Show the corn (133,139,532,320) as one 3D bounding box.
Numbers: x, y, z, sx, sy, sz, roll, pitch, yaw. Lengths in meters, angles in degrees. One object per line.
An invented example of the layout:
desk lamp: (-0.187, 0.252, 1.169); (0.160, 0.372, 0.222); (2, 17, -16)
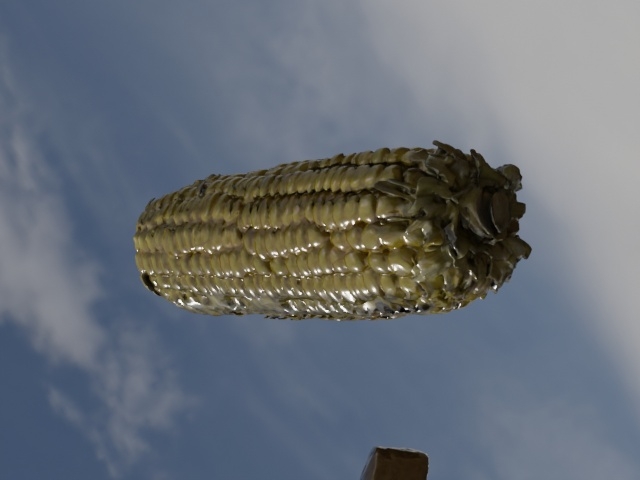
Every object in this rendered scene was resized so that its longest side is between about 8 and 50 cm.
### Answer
corn: (0.000, 0.000, 1.039); (0.115, 0.318, 0.115); (3, -95, -41)

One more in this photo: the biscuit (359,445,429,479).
biscuit: (0.022, 0.223, 0.969); (0.320, 0.047, 0.183); (88, -164, -75)
